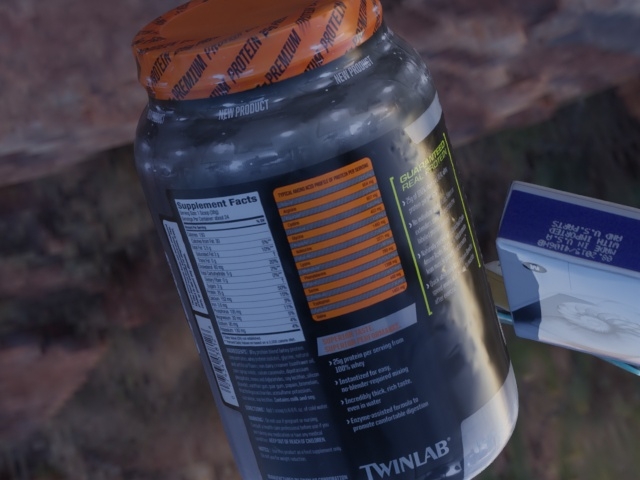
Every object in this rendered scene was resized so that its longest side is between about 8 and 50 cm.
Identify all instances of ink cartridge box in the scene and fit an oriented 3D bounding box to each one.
[{"bbox_3d":[0.219,0.049,1.126,0.223,0.045,0.224,14,163,17],"label":"ink cartridge box"}]

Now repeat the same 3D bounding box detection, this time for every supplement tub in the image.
[{"bbox_3d":[0.000,0.000,1.305,0.207,0.207,0.338,-17,110,-1],"label":"supplement tub"}]

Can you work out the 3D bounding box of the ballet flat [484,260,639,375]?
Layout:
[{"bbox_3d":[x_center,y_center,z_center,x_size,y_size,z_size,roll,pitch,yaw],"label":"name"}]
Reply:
[{"bbox_3d":[0.198,0.051,1.668,0.232,0.073,0.080,19,177,36],"label":"ballet flat"}]
